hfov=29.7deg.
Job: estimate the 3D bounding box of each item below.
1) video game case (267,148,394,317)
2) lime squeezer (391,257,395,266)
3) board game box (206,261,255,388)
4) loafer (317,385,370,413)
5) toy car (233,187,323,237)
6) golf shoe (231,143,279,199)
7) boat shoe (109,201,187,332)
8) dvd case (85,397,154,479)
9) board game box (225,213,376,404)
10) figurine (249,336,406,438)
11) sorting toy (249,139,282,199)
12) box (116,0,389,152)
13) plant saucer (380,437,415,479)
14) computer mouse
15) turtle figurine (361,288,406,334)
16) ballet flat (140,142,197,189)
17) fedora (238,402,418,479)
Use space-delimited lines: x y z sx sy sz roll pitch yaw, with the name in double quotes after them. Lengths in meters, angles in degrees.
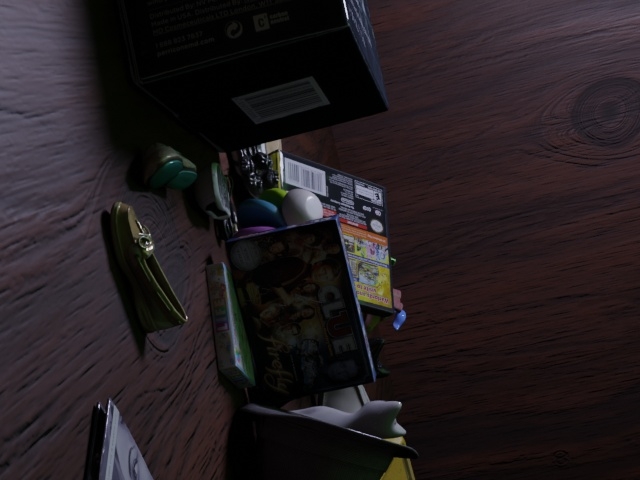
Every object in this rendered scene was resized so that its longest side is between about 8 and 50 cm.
0.019 -0.009 2.114 0.275 0.035 0.248 17 62 -41 "video game case"
0.000 0.000 2.198 0.310 0.110 0.059 7 97 -43 "lime squeezer"
-0.125 0.120 1.692 0.103 0.026 0.154 62 17 -65 "board game box"
0.060 0.396 2.287 0.111 0.112 0.319 -127 -155 -88 "loafer"
-0.078 0.007 1.894 0.136 0.159 0.182 -4 79 -45 "toy car"
-0.126 -0.158 2.040 0.094 0.077 0.198 119 -38 -68 "golf shoe"
-0.187 0.027 1.307 0.056 0.048 0.153 -79 155 -72 "boat shoe"
-0.171 0.280 1.130 0.164 0.018 0.221 -93 168 -50 "dvd case"
-0.027 0.099 1.723 0.042 0.165 0.243 -59 136 -79 "board game box"
0.017 0.243 1.842 0.092 0.209 0.215 -92 167 -54 "figurine"
-0.105 -0.108 2.203 0.229 0.041 0.307 28 56 -76 "sorting toy"
-0.109 -0.421 1.729 0.480 0.297 0.472 35 41 -79 "box"
0.104 0.512 2.153 0.333 0.081 0.332 -49 128 -57 "plant saucer"
-0.155 -0.066 1.743 0.193 0.042 0.106 69 14 -77 "computer mouse"
-0.007 0.128 2.236 0.266 0.275 0.198 12 101 -57 "turtle figurine"
-0.196 -0.093 1.488 0.052 0.057 0.168 50 1 7 "ballet flat"
-0.004 0.308 1.644 0.275 0.244 0.124 1 -107 63 "fedora"
